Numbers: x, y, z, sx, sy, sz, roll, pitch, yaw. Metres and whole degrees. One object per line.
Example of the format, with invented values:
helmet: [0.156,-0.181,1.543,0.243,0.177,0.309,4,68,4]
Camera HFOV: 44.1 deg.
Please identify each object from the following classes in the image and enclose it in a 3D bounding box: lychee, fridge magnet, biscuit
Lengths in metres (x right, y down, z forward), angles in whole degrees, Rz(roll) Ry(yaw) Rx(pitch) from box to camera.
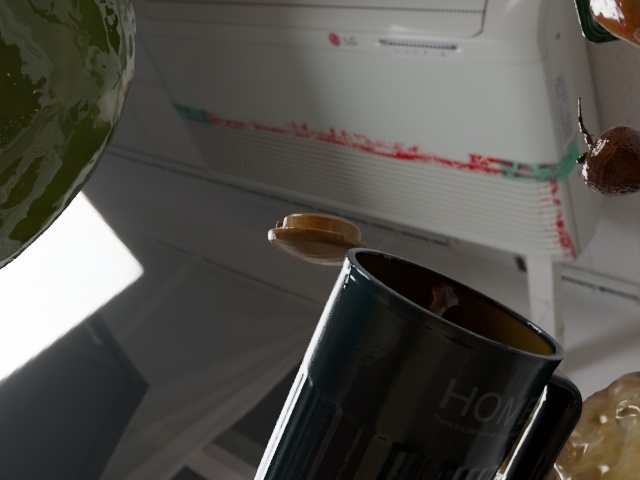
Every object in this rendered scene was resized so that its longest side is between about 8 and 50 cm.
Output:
lychee: [0.430,-0.123,1.153,0.101,0.114,0.140,9,25,-25]
fridge magnet: [0.000,0.000,1.075,0.143,0.063,0.143,9,-12,2]
biscuit: [0.444,0.263,0.999,0.296,0.296,0.102,-11,-68,59]

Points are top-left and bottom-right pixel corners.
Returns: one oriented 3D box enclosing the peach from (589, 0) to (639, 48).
peach: [0.452,-0.323,0.729,0.306,0.242,0.380,38,-67,33]

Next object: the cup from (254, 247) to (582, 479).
cup: [0.100,0.193,0.862,0.242,0.292,0.308,32,12,37]

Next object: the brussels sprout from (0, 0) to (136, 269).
brussels sprout: [-0.271,-0.128,0.437,0.344,0.344,0.268,41,-14,0]

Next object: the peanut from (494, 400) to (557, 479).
peanut: [0.289,0.358,1.153,0.117,0.263,0.101,17,-6,-44]

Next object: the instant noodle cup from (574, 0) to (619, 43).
instant noodle cup: [0.507,-0.413,1.281,0.070,0.179,0.157,121,-42,-84]
